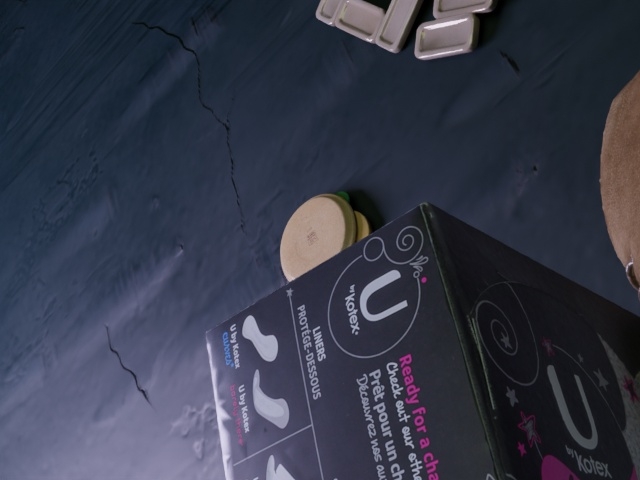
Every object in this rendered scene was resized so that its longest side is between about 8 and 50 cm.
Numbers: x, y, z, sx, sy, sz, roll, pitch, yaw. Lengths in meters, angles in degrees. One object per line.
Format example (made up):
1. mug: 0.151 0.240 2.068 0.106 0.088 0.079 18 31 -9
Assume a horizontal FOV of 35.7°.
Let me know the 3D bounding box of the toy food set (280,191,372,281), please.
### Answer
1. toy food set: 0.000 0.000 0.787 0.083 0.020 0.082 -53 45 15

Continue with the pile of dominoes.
1. pile of dominoes: 0.111 -0.264 0.794 0.196 0.040 0.251 38 110 45

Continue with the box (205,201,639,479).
1. box: 0.087 0.112 0.487 0.142 0.247 0.163 -33 53 30

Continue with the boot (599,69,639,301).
1. boot: 0.215 0.021 0.528 0.115 0.112 0.305 -35 45 57
